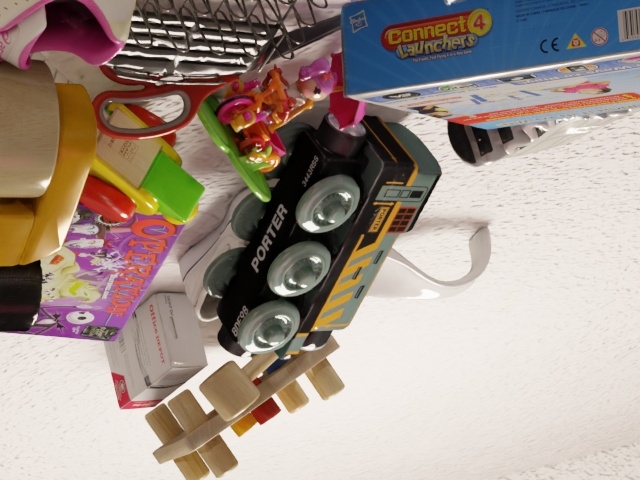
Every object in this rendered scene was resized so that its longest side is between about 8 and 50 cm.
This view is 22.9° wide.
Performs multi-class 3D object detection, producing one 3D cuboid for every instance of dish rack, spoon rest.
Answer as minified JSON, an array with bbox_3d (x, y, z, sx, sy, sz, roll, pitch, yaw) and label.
[{"bbox_3d":[-0.076,-0.220,1.372,0.208,0.074,0.271,2,142,-35],"label":"dish rack"},{"bbox_3d":[0.104,0.038,2.096,0.276,0.084,0.137,-6,155,-22],"label":"spoon rest"}]

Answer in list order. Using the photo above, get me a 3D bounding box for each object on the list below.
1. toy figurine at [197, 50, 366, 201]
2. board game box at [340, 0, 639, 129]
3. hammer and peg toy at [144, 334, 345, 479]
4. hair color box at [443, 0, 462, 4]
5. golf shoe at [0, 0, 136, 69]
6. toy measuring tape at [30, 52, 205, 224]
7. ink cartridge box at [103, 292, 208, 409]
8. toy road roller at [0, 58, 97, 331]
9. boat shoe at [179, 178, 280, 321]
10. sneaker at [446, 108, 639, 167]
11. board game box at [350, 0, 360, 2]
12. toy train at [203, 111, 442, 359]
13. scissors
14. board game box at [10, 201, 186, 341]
[{"bbox_3d":[-0.029,-0.141,1.587,0.159,0.130,0.173,-31,154,8],"label":"toy figurine"},{"bbox_3d":[0.224,-0.175,1.437,0.308,0.086,0.302,-6,175,30],"label":"board game box"},{"bbox_3d":[-0.086,0.211,2.140,0.266,0.127,0.361,-34,179,-21],"label":"hammer and peg toy"},{"bbox_3d":[0.236,-0.325,1.229,0.347,0.174,0.105,-16,156,3],"label":"hair color box"},{"bbox_3d":[-0.286,-0.206,1.237,0.306,0.140,0.115,-2,156,-24],"label":"golf shoe"},{"bbox_3d":[-0.235,-0.109,1.560,0.121,0.121,0.330,-25,139,23],"label":"toy measuring tape"},{"bbox_3d":[-0.222,0.149,2.116,0.063,0.109,0.150,3,152,-38],"label":"ink cartridge box"},{"bbox_3d":[-0.347,-0.076,1.393,0.202,0.241,0.329,0,142,-28],"label":"toy road roller"},{"bbox_3d":[-0.089,0.015,1.918,0.096,0.088,0.267,6,149,-38],"label":"boat shoe"},{"bbox_3d":[0.284,-0.162,1.738,0.292,0.110,0.118,-20,166,33],"label":"sneaker"},{"bbox_3d":[0.158,-0.255,1.513,0.211,0.039,0.160,0,153,-34],"label":"board game box"},{"bbox_3d":[0.000,0.000,1.791,0.190,0.142,0.334,1,128,-37],"label":"toy train"},{"bbox_3d":[-0.079,-0.163,1.519,0.297,0.109,0.021,-8,-174,-20],"label":"scissors"},{"bbox_3d":[-0.296,0.024,1.830,0.208,0.056,0.347,2,152,-21],"label":"board game box"}]
